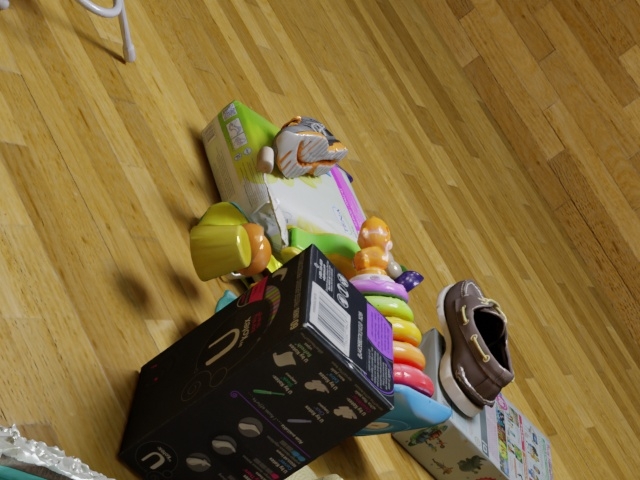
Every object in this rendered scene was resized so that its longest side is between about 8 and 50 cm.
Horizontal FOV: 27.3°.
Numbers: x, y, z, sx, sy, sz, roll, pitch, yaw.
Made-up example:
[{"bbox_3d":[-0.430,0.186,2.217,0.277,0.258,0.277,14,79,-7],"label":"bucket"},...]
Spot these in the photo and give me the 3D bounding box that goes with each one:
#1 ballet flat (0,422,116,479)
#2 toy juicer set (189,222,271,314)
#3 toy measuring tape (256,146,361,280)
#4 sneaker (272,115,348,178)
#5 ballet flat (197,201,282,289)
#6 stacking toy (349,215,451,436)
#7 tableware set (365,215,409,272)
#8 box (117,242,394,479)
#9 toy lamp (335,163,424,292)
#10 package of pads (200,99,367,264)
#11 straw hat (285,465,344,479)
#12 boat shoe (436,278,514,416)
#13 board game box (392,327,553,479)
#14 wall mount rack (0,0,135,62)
[{"bbox_3d":[-0.196,0.265,1.204,0.409,0.147,0.147,40,25,-34],"label":"ballet flat"},{"bbox_3d":[-0.095,0.132,1.677,0.209,0.090,0.328,-33,113,-77],"label":"toy juicer set"},{"bbox_3d":[0.000,0.000,1.870,0.121,0.121,0.330,-97,173,-52],"label":"toy measuring tape"},{"bbox_3d":[-0.031,-0.146,1.966,0.083,0.084,0.215,53,11,12],"label":"sneaker"},{"bbox_3d":[-0.091,0.049,1.837,0.231,0.077,0.077,51,42,2],"label":"ballet flat"},{"bbox_3d":[0.071,0.108,1.800,0.175,0.166,0.301,31,52,-55],"label":"stacking toy"},{"bbox_3d":[0.111,0.019,2.348,0.154,0.024,0.104,52,21,-2],"label":"tableware set"},{"bbox_3d":[-0.067,0.158,1.422,0.143,0.270,0.165,45,23,-21],"label":"box"},{"bbox_3d":[0.069,-0.024,2.255,0.274,0.080,0.080,53,21,-1],"label":"toy lamp"},{"bbox_3d":[-0.043,-0.057,2.042,0.296,0.101,0.229,30,30,-45],"label":"package of pads"},{"bbox_3d":[0.010,0.318,1.600,0.144,0.061,0.144,52,22,-31],"label":"straw hat"},{"bbox_3d":[0.250,0.149,2.079,0.116,0.097,0.324,45,22,-16],"label":"boat shoe"},{"bbox_3d":[0.244,0.314,2.075,0.303,0.097,0.224,44,24,-19],"label":"board game box"},{"bbox_3d":[-0.370,-0.405,1.876,0.304,0.130,0.350,13,45,-54],"label":"wall mount rack"}]
